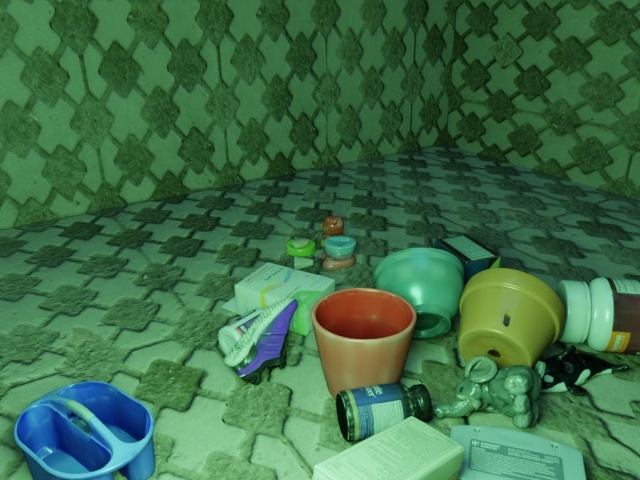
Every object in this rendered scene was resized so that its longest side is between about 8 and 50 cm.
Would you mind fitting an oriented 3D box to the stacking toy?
[{"bbox_3d":[0.000,0.000,2.301,0.279,0.130,0.309,-5,24,-10],"label":"stacking toy"}]

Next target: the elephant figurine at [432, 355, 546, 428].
[{"bbox_3d":[0.425,0.381,1.423,0.239,0.169,0.186,-1,-11,40],"label":"elephant figurine"}]

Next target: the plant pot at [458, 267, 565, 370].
[{"bbox_3d":[0.518,0.252,1.571,0.291,0.291,0.203,12,43,27],"label":"plant pot"}]

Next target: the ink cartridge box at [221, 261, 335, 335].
[{"bbox_3d":[-0.150,0.183,1.906,0.353,0.119,0.207,12,27,27],"label":"ink cartridge box"}]

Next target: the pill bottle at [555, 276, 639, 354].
[{"bbox_3d":[0.915,0.225,1.645,0.392,0.224,0.224,4,24,11],"label":"pill bottle"}]

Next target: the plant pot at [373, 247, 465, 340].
[{"bbox_3d":[0.311,0.188,1.736,0.293,0.293,0.196,1,51,4],"label":"plant pot"}]

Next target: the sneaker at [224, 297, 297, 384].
[{"bbox_3d":[-0.142,0.298,1.620,0.102,0.146,0.293,-26,18,52],"label":"sneaker"}]

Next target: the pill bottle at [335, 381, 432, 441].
[{"bbox_3d":[0.157,0.416,1.369,0.219,0.123,0.123,-6,24,-12],"label":"pill bottle"}]

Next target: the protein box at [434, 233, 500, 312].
[{"bbox_3d":[0.501,0.112,1.942,0.136,0.200,0.201,-9,25,-18],"label":"protein box"}]

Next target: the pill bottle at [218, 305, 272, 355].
[{"bbox_3d":[-0.209,0.276,1.714,0.108,0.108,0.193,18,30,36],"label":"pill bottle"}]

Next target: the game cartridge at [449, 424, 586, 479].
[{"bbox_3d":[0.432,0.506,1.242,0.294,0.060,0.196,7,29,16],"label":"game cartridge"}]

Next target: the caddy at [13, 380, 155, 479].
[{"bbox_3d":[-0.529,0.446,1.262,0.341,0.179,0.241,16,30,33],"label":"caddy"}]

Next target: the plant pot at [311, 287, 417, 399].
[{"bbox_3d":[0.115,0.295,1.493,0.275,0.243,0.275,-1,23,0],"label":"plant pot"}]

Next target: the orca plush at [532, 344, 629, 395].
[{"bbox_3d":[0.709,0.344,1.534,0.287,0.102,0.151,-1,24,-1],"label":"orca plush"}]

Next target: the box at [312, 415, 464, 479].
[{"bbox_3d":[0.134,0.473,1.093,0.311,0.121,0.148,-6,20,-44],"label":"box"}]
